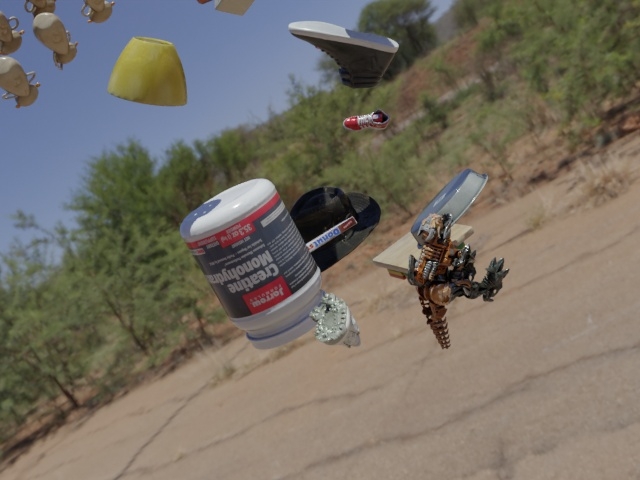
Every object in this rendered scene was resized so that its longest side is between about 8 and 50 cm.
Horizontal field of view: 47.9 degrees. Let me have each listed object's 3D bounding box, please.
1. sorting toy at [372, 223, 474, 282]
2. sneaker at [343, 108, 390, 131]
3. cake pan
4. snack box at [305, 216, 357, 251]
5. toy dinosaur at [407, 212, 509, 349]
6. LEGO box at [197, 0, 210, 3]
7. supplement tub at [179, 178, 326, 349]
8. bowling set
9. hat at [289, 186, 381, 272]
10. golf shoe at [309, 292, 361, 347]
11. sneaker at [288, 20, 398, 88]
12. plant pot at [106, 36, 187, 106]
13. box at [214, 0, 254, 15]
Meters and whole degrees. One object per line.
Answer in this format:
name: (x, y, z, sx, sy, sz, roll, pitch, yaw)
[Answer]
sorting toy: (0.351, 0.047, 2.396, 0.257, 0.089, 0.255, -35, 21, -20)
sneaker: (0.120, -0.309, 1.851, 0.118, 0.042, 0.067, -4, -8, -10)
cake pan: (0.368, -0.100, 2.109, 0.293, 0.054, 0.293, -48, 4, 4)
snack box: (0.000, 0.000, 1.675, 0.178, 0.022, 0.064, -32, 2, -14)
toy dinosaur: (0.290, 0.090, 1.681, 0.218, 0.322, 0.164, -11, 41, -25)
LEGO box: (-0.313, -0.880, 1.677, 0.193, 0.500, 0.372, -17, -21, 14)
supplement tub: (-0.115, 0.042, 1.324, 0.191, 0.272, 0.191, -26, 15, 8)
bowling set: (-0.549, -0.420, 1.364, 0.287, 0.200, 0.154, -46, -4, -10)
hat: (-0.003, -0.061, 2.024, 0.331, 0.134, 0.331, -20, 37, 16)
golf shoe: (0.036, 0.135, 1.118, 0.069, 0.086, 0.176, -48, 8, 5)
sneaker: (0.048, -0.487, 1.920, 0.104, 0.296, 0.147, -96, 20, -56)
plant pot: (-0.285, -0.288, 1.214, 0.134, 0.095, 0.134, 11, 19, -4)
box: (-0.218, -0.758, 2.063, 0.094, 0.113, 0.275, 3, -12, -26)
